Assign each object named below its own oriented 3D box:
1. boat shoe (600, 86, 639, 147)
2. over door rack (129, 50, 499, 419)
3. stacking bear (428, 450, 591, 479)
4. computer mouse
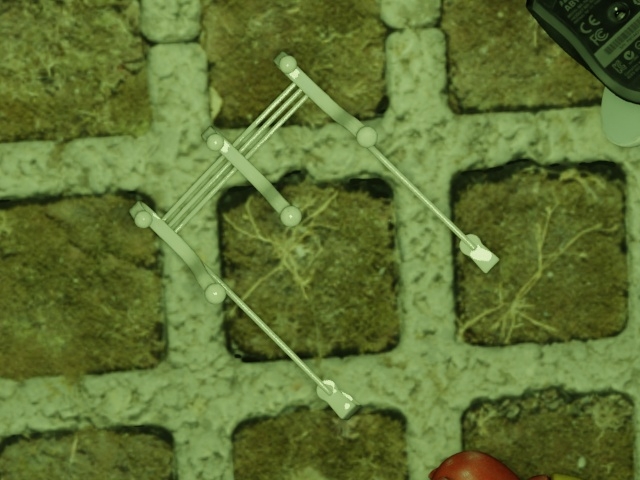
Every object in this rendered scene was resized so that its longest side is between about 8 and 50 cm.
[{"bbox_3d":[0.363,-0.198,1.756,0.076,0.080,0.228,19,90,-50],"label":"boat shoe"},{"bbox_3d":[0.000,0.000,1.741,0.324,0.108,0.239,44,94,-8],"label":"over door rack"},{"bbox_3d":[0.241,0.318,1.779,0.289,0.175,0.164,25,98,1],"label":"stacking bear"},{"bbox_3d":[0.295,-0.237,1.711,0.188,0.072,0.272,-39,64,5],"label":"computer mouse"}]
